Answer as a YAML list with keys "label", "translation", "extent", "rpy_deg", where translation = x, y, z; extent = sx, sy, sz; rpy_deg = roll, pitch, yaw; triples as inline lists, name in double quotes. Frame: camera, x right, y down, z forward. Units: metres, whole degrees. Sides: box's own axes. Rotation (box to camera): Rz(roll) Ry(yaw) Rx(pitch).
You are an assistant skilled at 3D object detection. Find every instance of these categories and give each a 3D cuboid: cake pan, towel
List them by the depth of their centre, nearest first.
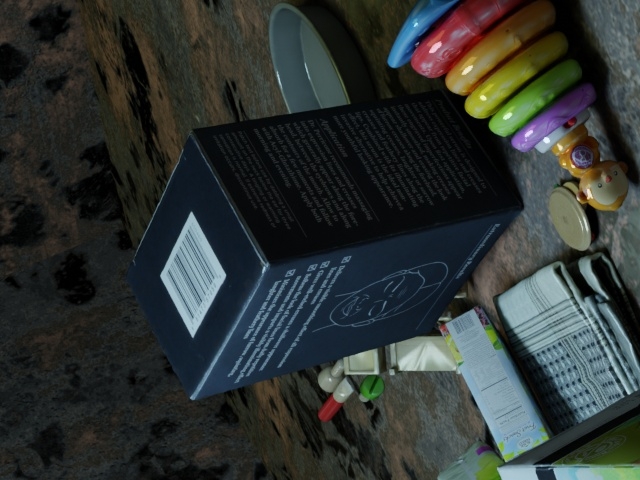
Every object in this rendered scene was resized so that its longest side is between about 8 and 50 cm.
- label: "towel"
  translation: [0.330, 0.179, 1.851]
  extent: [0.312, 0.056, 0.324]
  rpy_deg: [65, 163, 5]
- label: "cake pan"
  translation: [0.009, -0.231, 2.300]
  extent: [0.293, 0.054, 0.293]
  rpy_deg: [56, 161, 31]

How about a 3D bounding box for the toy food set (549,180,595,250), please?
- label: "toy food set"
  translation: [0.291, -0.028, 1.752]
  extent: [0.083, 0.020, 0.082]
  rpy_deg: [67, 164, -2]

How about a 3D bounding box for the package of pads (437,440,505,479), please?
- label: "package of pads"
  translation: [0.277, 0.406, 2.042]
  extent: [0.229, 0.101, 0.296]
  rpy_deg: [50, 180, -4]

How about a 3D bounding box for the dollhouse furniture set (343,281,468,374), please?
- label: "dollhouse furniture set"
  translation: [0.132, 0.107, 2.180]
  extent: [0.101, 0.181, 0.161]
  rpy_deg: [-9, -84, -63]

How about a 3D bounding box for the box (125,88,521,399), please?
- label: "box"
  translation: [0.000, 0.000, 1.921]
  extent: [0.212, 0.395, 0.293]
  rpy_deg: [59, 142, 25]

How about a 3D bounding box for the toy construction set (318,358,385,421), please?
- label: "toy construction set"
  translation: [0.036, 0.091, 2.290]
  extent: [0.237, 0.257, 0.309]
  rpy_deg: [122, 145, -61]

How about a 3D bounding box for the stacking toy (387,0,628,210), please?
- label: "stacking toy"
  translation: [0.225, -0.154, 1.607]
  extent: [0.302, 0.175, 0.166]
  rpy_deg: [53, 165, 5]

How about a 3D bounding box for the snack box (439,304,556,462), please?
- label: "snack box"
  translation: [0.246, 0.209, 1.996]
  extent: [0.207, 0.070, 0.174]
  rpy_deg: [63, -172, 29]

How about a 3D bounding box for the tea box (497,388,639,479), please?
- label: "tea box"
  translation: [0.393, 0.328, 1.496]
  extent: [0.323, 0.220, 0.329]
  rpy_deg: [-21, 92, 63]
